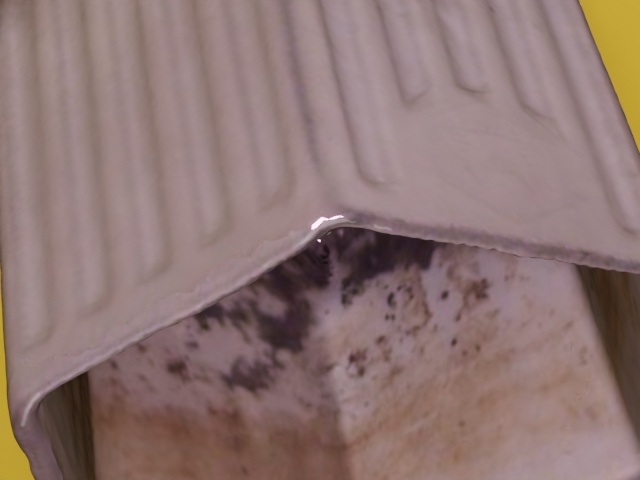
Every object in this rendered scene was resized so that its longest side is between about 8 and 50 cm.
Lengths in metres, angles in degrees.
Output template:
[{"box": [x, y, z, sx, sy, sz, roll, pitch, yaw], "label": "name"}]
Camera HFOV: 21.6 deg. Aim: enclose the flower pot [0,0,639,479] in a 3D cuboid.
[{"box": [0.000, 0.000, 0.596, 0.239, 0.189, 0.209, 8, 138, -25], "label": "flower pot"}]
